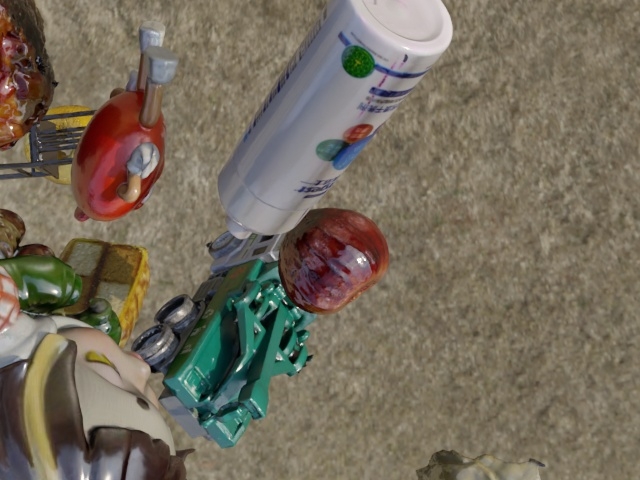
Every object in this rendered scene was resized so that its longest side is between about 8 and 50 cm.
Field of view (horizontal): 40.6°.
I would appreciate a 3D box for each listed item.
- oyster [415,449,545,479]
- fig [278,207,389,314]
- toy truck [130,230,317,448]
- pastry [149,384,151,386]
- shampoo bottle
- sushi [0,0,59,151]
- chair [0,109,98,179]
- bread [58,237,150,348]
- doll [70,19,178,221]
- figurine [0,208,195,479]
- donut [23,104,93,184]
[{"bbox_3d":[0.124,0.264,0.604,0.107,0.232,0.161,-20,151,-31],"label":"oyster"},{"bbox_3d":[0.014,0.008,0.960,0.128,0.128,0.150,-3,91,4],"label":"fig"},{"bbox_3d":[-0.096,0.116,1.154,0.178,0.363,0.176,-19,118,30],"label":"toy truck"},{"bbox_3d":[-0.254,0.206,1.063,0.109,0.097,0.057,11,175,-19],"label":"pastry"},{"bbox_3d":[-0.011,-0.090,0.720,0.092,0.092,0.303,23,139,-17],"label":"shampoo bottle"},{"bbox_3d":[-0.375,-0.241,0.841,0.196,0.182,0.343,-35,147,-11],"label":"sushi"},{"bbox_3d":[-0.375,-0.138,1.246,0.213,0.101,0.084,-5,87,-2],"label":"chair"},{"bbox_3d":[-0.412,0.094,1.572,0.182,0.222,0.096,12,134,-1],"label":"bread"},{"bbox_3d":[-0.189,-0.100,0.857,0.085,0.183,0.217,17,112,-25],"label":"doll"},{"bbox_3d":[-0.209,0.112,0.637,0.167,0.370,0.281,-32,134,-4],"label":"figurine"},{"bbox_3d":[-0.506,-0.189,1.695,0.179,0.162,0.065,-6,176,20],"label":"donut"}]
